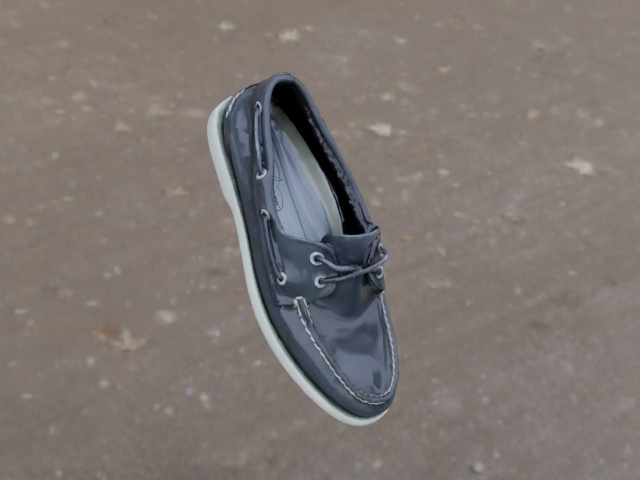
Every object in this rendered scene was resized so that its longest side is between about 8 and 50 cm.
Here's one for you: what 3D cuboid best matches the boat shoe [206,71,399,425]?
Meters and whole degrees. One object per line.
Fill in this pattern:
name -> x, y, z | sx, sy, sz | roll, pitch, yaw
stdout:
boat shoe -> 0.003, -0.001, 1.059 | 0.127, 0.113, 0.340 | -6, 71, -39
